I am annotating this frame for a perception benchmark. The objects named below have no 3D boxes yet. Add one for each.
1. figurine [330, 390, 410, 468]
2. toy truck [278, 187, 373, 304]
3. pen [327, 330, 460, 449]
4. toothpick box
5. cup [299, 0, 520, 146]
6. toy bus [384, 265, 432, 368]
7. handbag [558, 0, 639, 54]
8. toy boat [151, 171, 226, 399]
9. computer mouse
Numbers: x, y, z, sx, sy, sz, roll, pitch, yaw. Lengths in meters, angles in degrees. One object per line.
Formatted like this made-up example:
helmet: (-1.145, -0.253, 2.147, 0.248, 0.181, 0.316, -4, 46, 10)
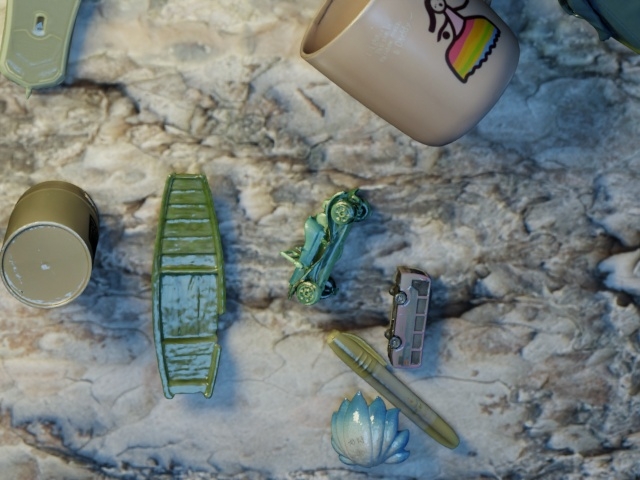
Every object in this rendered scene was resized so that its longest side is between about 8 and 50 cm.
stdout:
figurine: (0.059, 0.242, 2.034, 0.114, 0.079, 0.114, 10, 110, 28)
toy truck: (-0.001, 0.001, 1.965, 0.078, 0.080, 0.154, 26, 102, 15)
pen: (0.098, 0.192, 2.046, 0.233, 0.032, 0.040, 41, 79, -17)
toothpick box: (-0.319, 0.002, 1.867, 0.111, 0.181, 0.111, -1, 107, -5)
cup: (0.126, -0.254, 1.861, 0.200, 0.191, 0.253, 37, 66, -18)
toy bus: (0.113, 0.099, 2.017, 0.052, 0.037, 0.131, 3, 106, -9)
handbag: (0.338, -0.358, 1.782, 0.241, 0.263, 0.222, 35, 103, -34)
toy boat: (-0.164, 0.052, 1.964, 0.093, 0.055, 0.293, -1, 106, -6)
computer mouse: (-0.330, -0.255, 1.859, 0.089, 0.056, 0.182, 10, 112, -8)
